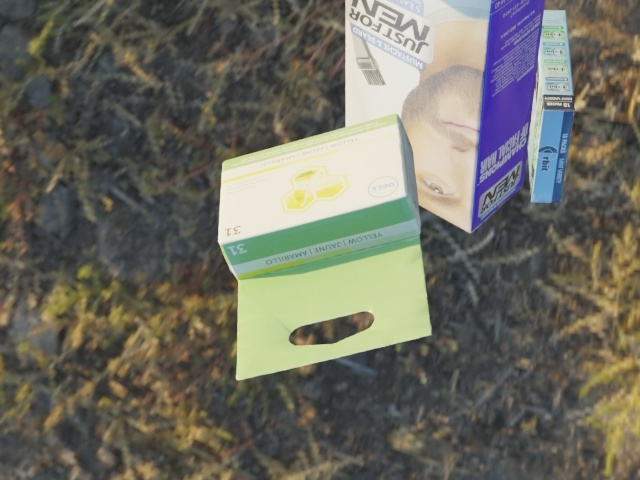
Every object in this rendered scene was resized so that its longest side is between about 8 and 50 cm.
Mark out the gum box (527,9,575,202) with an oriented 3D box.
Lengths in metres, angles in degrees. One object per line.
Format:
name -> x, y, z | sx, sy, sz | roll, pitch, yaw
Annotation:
gum box -> 0.280, -0.165, 1.767 | 0.041, 0.184, 0.157 | 1, 138, 2

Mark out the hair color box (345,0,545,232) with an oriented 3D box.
hair color box -> 0.125, -0.190, 1.513 | 0.185, 0.110, 0.338 | 31, 145, 28

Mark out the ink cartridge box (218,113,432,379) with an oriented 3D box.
ink cartridge box -> 0.000, 0.000, 1.219 | 0.171, 0.235, 0.056 | -14, 128, 10
